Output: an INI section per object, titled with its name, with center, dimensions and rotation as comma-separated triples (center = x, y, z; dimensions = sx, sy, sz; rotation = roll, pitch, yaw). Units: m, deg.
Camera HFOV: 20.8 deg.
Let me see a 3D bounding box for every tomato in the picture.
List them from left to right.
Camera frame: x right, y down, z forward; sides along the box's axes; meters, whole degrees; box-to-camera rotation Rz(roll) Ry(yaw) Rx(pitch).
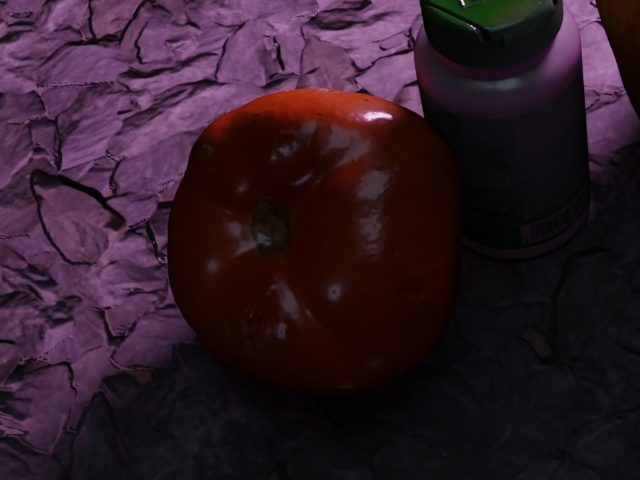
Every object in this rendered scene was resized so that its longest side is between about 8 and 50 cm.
[tomato]
center = 0.000, 0.004, 1.384
dimensions = 0.259, 0.180, 0.260
rotation = -8, 76, 35

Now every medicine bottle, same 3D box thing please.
[medicine bottle]
center = 0.147, -0.113, 1.396
dimensions = 0.133, 0.274, 0.133
rotation = -5, 53, 7

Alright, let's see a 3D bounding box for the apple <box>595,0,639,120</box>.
[apple]
center = 0.409, -0.223, 1.380
dimensions = 0.400, 0.334, 0.400
rotation = -12, 51, 15
